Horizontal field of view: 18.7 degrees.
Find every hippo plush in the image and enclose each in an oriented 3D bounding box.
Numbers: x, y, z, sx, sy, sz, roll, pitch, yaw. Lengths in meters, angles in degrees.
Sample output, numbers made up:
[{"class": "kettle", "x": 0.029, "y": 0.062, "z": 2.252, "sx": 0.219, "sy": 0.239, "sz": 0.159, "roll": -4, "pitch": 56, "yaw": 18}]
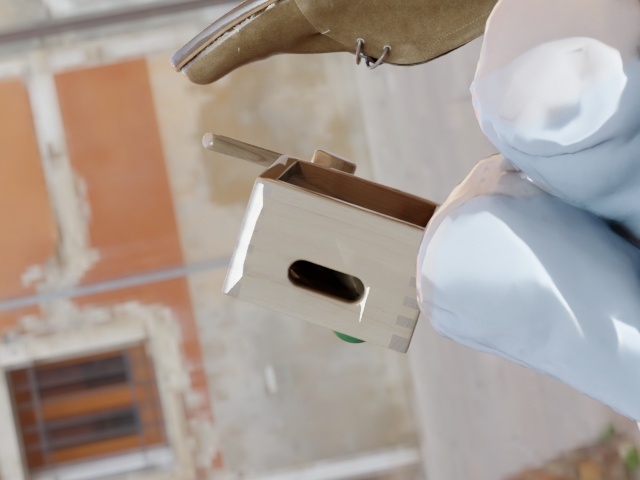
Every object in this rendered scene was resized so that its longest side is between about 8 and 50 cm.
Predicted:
[{"class": "hippo plush", "x": 0.210, "y": -0.009, "z": 0.784, "sx": 0.294, "sy": 0.234, "sz": 0.236, "roll": 43, "pitch": -153, "yaw": 12}]

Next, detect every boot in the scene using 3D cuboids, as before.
[{"class": "boot", "x": 0.026, "y": -0.177, "z": 1.569, "sx": 0.112, "sy": 0.305, "sz": 0.115, "roll": -65, "pitch": -48, "yaw": -77}]

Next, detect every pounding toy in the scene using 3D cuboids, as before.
[{"class": "pounding toy", "x": -0.008, "y": -0.004, "z": 1.341, "sx": 0.206, "sy": 0.181, "sz": 0.094, "roll": -54, "pitch": -18, "yaw": -78}]
